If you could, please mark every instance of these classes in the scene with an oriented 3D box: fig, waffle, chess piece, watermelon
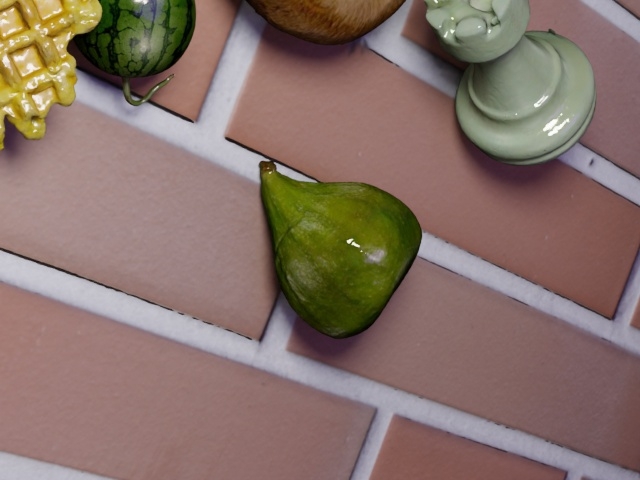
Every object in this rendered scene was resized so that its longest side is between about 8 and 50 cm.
[{"bbox_3d":[0.000,0.000,1.730,0.235,0.203,0.203,33,77,1],"label":"fig"},{"bbox_3d":[-0.372,-0.243,1.366,0.307,0.060,0.312,8,96,-21],"label":"waffle"},{"bbox_3d":[0.235,-0.240,1.764,0.195,0.194,0.299,-61,148,-10],"label":"chess piece"},{"bbox_3d":[-0.206,-0.232,1.497,0.140,0.140,0.187,-13,119,-36],"label":"watermelon"}]

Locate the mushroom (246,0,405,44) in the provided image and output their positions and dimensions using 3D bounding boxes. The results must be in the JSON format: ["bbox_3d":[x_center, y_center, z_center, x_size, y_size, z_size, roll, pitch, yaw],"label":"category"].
[{"bbox_3d":[0.011,-0.402,1.597,0.345,0.239,0.345,8,76,-32],"label":"mushroom"}]
